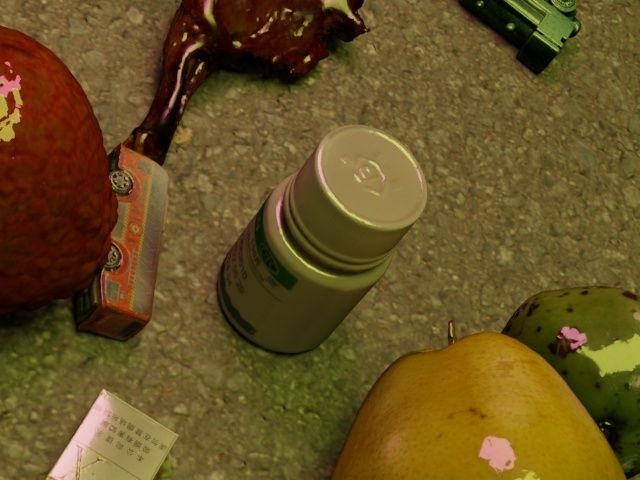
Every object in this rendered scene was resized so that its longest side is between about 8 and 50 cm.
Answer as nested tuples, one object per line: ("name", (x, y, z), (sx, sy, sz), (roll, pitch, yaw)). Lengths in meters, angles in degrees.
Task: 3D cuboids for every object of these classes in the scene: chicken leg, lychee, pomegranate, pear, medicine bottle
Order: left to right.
("lychee", (-0.314, -0.070, 1.349), (0.300, 0.255, 0.255), (39, 45, -32))
("chicken leg", (-0.097, -0.214, 1.666), (0.407, 0.096, 0.158), (-43, 104, -38))
("medicine bottle", (0.000, 0.000, 1.474), (0.139, 0.237, 0.139), (13, 54, -18))
("pear", (0.127, 0.238, 1.366), (0.285, 0.285, 0.336), (-14, 53, -34))
("pomegranate", (0.261, 0.139, 1.570), (0.214, 0.214, 0.248), (24, 14, -12))

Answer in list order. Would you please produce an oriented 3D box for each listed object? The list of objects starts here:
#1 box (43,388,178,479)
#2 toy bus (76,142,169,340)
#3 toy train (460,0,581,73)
("box", (-0.198, 0.215, 1.352), (0.084, 0.040, 0.154), (34, 48, -6))
("toy bus", (-0.194, 0.002, 1.485), (0.077, 0.065, 0.192), (24, 51, -27))
("toy train", (0.247, -0.299, 1.917), (0.170, 0.071, 0.111), (37, 57, -2))
